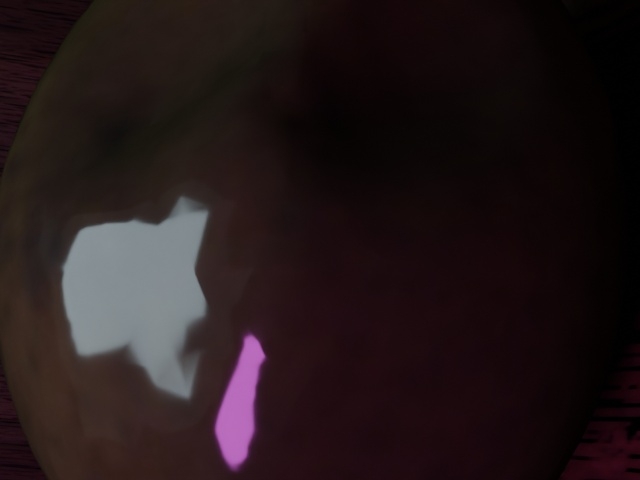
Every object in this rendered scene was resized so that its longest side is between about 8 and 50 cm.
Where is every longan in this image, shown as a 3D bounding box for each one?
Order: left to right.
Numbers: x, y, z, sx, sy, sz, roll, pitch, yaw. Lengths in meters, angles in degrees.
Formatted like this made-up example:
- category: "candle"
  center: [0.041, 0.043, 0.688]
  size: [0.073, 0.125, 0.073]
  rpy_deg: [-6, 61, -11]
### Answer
- category: "longan"
  center: [0.000, 0.000, 0.740]
  size: [0.288, 0.288, 0.350]
  rpy_deg: [128, 151, -63]
